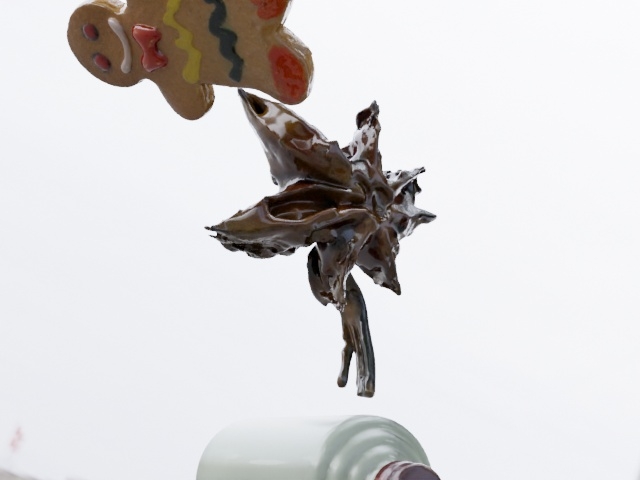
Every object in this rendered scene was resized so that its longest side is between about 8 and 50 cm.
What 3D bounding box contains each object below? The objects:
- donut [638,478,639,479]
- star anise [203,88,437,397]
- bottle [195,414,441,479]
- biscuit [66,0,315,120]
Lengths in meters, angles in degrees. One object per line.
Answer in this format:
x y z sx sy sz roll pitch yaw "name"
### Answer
0.208 0.238 1.027 0.065 0.178 0.162 59 -13 28 "donut"
0.006 0.004 1.371 0.148 0.237 0.346 19 -47 58 "star anise"
0.004 0.176 0.973 0.104 0.104 0.245 32 -21 -23 "bottle"
-0.125 -0.177 1.214 0.250 0.036 0.165 2 -54 29 "biscuit"
